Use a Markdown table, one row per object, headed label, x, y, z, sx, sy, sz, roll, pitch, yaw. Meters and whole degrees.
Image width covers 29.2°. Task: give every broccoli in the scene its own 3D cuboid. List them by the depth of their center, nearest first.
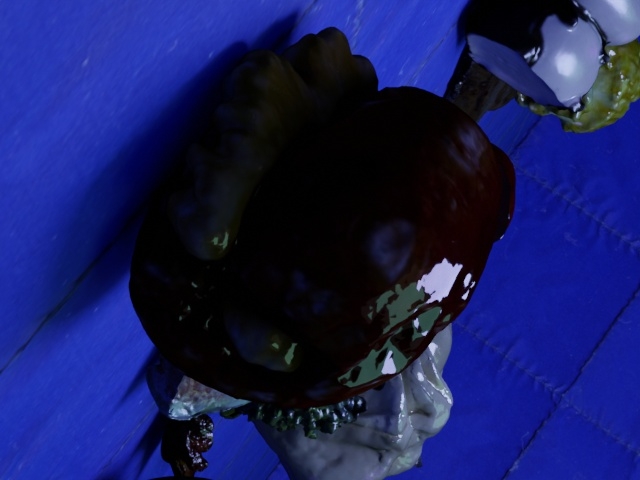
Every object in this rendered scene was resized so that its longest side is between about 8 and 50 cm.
| label | x | y | z | sx | sy | sz | roll | pitch | yaw |
| --- | --- | --- | --- | --- | --- | --- | --- | --- | --- |
| broccoli | -0.049 | 0.108 | 1.356 | 0.275 | 0.177 | 0.198 | -7 | -117 | 67 |

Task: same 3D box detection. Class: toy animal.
| label | x | y | z | sx | sy | sz | roll | pitch | yaw |
| --- | --- | --- | --- | --- | --- | --- | --- | --- | --- |
| toy animal | 0.296 | -0.289 | 1.477 | 0.235 | 0.165 | 0.187 | -50 | 129 | 3 |

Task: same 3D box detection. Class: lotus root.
| label | x | y | z | sx | sy | sz | roll | pitch | yaw |
| --- | --- | --- | --- | --- | --- | --- | --- | --- | --- |
| lotus root | 0.252 | -0.253 | 1.707 | 0.167 | 0.078 | 0.329 | -53 | 172 | -18 |

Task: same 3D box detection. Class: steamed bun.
| label | x | y | z | sx | sy | sz | roll | pitch | yaw |
| --- | --- | --- | --- | --- | --- | --- | --- | --- | --- |
| steamed bun | 0.028 | 0.149 | 1.536 | 0.206 | 0.275 | 0.320 | 63 | 30 | -47 |

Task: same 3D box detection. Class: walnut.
| label | x | y | z | sx | sy | sz | roll | pitch | yaw |
| --- | --- | --- | --- | --- | --- | --- | --- | --- | --- |
| walnut | -0.005 | -0.025 | 0.865 | 0.222 | 0.243 | 0.269 | -12 | -151 | 37 |

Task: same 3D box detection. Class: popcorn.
| label | x | y | z | sx | sy | sz | roll | pitch | yaw |
| --- | --- | --- | --- | --- | --- | --- | --- | --- | --- |
| popcorn | 0.394 | -0.277 | 1.898 | 0.184 | 0.221 | 0.204 | -8 | 129 | -47 |

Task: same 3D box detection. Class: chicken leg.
| label | x | y | z | sx | sy | sz | roll | pitch | yaw |
| --- | --- | --- | --- | --- | --- | --- | --- | --- | --- |
| chicken leg | -0.157 | 0.243 | 1.422 | 0.048 | 0.089 | 0.219 | -5 | 152 | -17 |

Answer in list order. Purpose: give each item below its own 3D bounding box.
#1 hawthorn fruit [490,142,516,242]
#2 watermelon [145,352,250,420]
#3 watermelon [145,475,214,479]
| label | x | y | z | sx | sy | sz | roll | pitch | yaw |
| --- | --- | --- | --- | --- | --- | --- | --- | --- | --- |
| hawthorn fruit | 0.154 | -0.045 | 1.624 | 0.189 | 0.189 | 0.251 | -50 | 174 | -28 |
| watermelon | -0.082 | 0.086 | 1.169 | 0.187 | 0.071 | 0.139 | -21 | 133 | -19 |
| watermelon | -0.159 | 0.393 | 1.319 | 0.279 | 0.279 | 0.359 | -51 | 170 | -24 |
